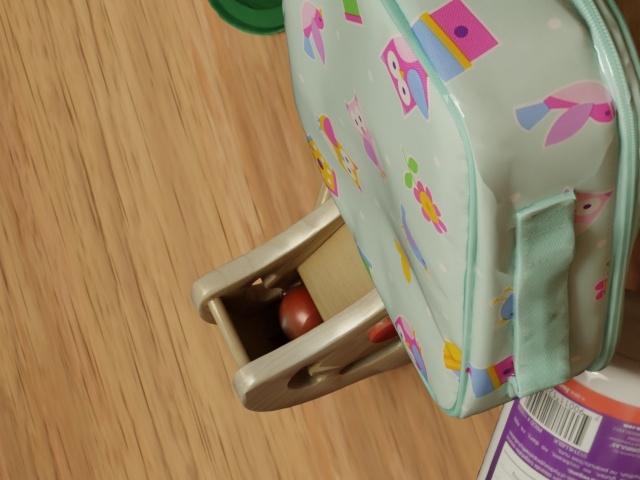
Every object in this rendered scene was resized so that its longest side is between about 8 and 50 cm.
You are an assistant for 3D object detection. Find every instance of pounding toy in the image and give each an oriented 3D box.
[{"bbox_3d":[0.000,0.000,1.168,0.269,0.154,0.155,-47,62,42],"label":"pounding toy"}]

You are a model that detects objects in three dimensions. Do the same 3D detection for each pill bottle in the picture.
[{"bbox_3d":[0.143,0.130,1.060,0.108,0.108,0.193,40,125,38],"label":"pill bottle"}]

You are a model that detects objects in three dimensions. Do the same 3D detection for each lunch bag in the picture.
[{"bbox_3d":[0.070,-0.052,0.907,0.279,0.108,0.224,83,161,-58],"label":"lunch bag"}]

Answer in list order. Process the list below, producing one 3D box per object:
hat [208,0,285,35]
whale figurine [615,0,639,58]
[{"bbox_3d":[-0.111,-0.231,1.234,0.173,0.184,0.208,-25,78,49],"label":"hat"},{"bbox_3d":[0.265,-0.056,0.895,0.272,0.141,0.216,22,115,19],"label":"whale figurine"}]
